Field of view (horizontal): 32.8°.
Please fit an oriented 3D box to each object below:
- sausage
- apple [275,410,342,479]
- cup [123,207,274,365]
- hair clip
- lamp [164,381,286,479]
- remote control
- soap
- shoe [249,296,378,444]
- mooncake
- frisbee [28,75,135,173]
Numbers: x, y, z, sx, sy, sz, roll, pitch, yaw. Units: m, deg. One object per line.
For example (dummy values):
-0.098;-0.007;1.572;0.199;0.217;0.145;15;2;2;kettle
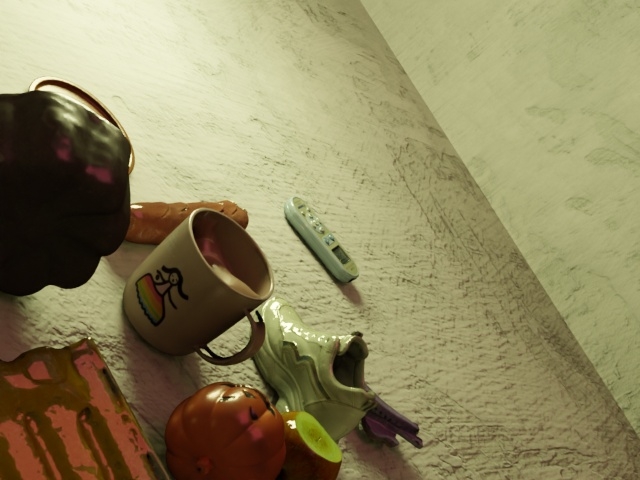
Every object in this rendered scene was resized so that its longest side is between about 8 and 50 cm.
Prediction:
-0.256;-0.035;2.103;0.088;0.088;0.433;57;25;14;sausage
-0.045;0.353;1.795;0.147;0.163;0.146;-25;82;-53;apple
-0.198;0.105;1.846;0.253;0.200;0.191;57;24;16;cup
0.096;0.330;2.197;0.278;0.090;0.137;48;10;-24;hair clip
-0.148;0.312;1.656;0.187;0.188;0.164;50;24;-1;lamp
0.000;0.000;2.545;0.244;0.047;0.087;51;20;3;remote control
-0.340;0.283;1.344;0.259;0.143;0.281;-18;68;-39;soap
0.000;0.220;2.015;0.132;0.210;0.342;25;34;-44;shoe
-0.415;-0.061;1.593;0.306;0.306;0.154;32;31;-36;mooncake
-0.457;-0.214;2.083;0.251;0.021;0.251;40;25;-23;frisbee
